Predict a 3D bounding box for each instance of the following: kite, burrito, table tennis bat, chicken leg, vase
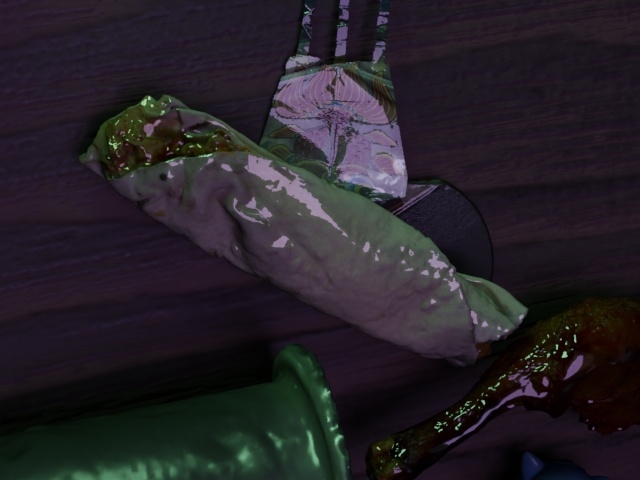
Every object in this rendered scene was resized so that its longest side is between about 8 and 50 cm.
[{"bbox_3d":[0.021,-0.136,1.145,0.127,0.016,0.229,7,104,-8],"label":"kite"},{"bbox_3d":[0.000,0.000,1.140,0.392,0.076,0.117,30,131,-24],"label":"burrito"},{"bbox_3d":[0.071,-0.009,1.218,0.130,0.019,0.220,-32,117,-5],"label":"table tennis bat"},{"bbox_3d":[0.216,0.124,1.269,0.407,0.096,0.158,-12,128,-28],"label":"chicken leg"},{"bbox_3d":[-0.134,0.214,1.107,0.291,0.245,0.245,-6,110,-14],"label":"vase"}]

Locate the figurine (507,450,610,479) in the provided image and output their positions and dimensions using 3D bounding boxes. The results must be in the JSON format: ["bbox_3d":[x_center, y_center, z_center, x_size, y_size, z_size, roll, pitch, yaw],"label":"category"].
[{"bbox_3d":[0.205,0.293,1.325,0.114,0.178,0.144,10,145,-8],"label":"figurine"}]
